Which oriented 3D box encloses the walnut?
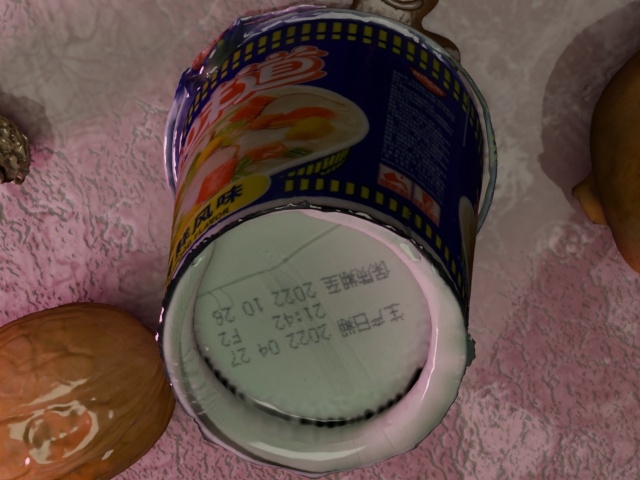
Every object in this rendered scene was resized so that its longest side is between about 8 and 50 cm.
[{"bbox_3d":[-0.218,0.134,1.018,0.206,0.159,0.159,-27,101,7],"label":"walnut"}]

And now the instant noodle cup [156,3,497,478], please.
[{"bbox_3d":[0.000,0.000,0.878,0.284,0.312,0.284,1,115,2],"label":"instant noodle cup"}]

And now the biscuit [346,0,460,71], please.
[{"bbox_3d":[0.047,-0.151,1.012,0.138,0.031,0.205,16,101,-3],"label":"biscuit"}]

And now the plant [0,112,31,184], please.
[{"bbox_3d":[-0.306,-0.061,1.006,0.116,0.104,0.122,37,127,14],"label":"plant"}]

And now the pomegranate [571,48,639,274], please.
[{"bbox_3d":[0.315,-0.067,0.935,0.233,0.233,0.233,0,103,0],"label":"pomegranate"}]
